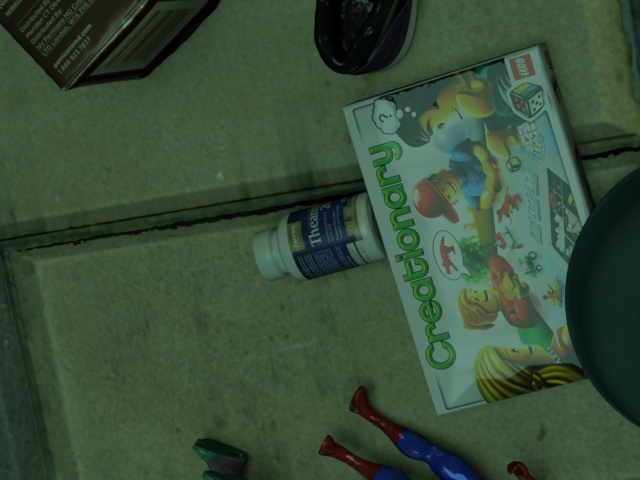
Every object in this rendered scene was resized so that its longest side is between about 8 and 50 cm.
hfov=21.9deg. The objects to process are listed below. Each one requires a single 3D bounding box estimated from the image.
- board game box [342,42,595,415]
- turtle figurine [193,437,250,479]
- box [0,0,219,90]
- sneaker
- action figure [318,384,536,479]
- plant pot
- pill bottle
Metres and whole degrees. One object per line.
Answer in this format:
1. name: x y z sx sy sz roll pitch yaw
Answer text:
1. board game box: 0.157 -0.008 1.525 0.193 0.053 0.305 -17 94 18
2. turtle figurine: -0.127 0.325 1.638 0.175 0.118 0.234 36 111 52
3. box: -0.285 -0.321 1.540 0.143 0.191 0.381 -43 84 18
4. sneaker: 0.051 -0.286 1.476 0.107 0.124 0.283 8 101 15
5. action figure: 0.136 0.233 1.526 0.280 0.139 0.091 32 74 8
6. plant pot: 0.343 0.060 1.344 0.272 0.255 0.271 0 94 4
7. pill bottle: 0.000 0.000 1.568 0.120 0.067 0.067 -16 94 18
